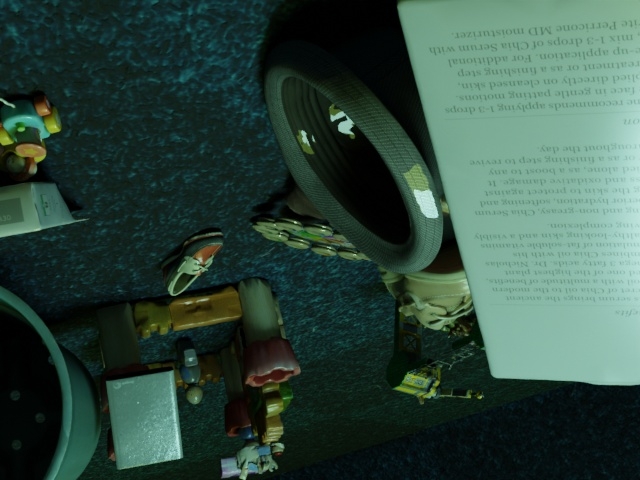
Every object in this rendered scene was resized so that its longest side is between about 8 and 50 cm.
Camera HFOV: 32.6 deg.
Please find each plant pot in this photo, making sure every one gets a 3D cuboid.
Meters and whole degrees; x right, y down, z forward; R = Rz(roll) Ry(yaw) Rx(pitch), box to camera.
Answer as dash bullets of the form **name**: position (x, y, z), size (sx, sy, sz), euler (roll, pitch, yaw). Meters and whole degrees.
- **plant pot**: position (-0.453, 0.236, 1.456), size (0.341, 0.341, 0.334), euler (-14, 168, 0)

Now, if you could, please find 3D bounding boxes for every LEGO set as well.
- **LEGO set**: position (0.262, 0.126, 1.713), size (0.192, 0.255, 0.331), euler (19, 141, -27)

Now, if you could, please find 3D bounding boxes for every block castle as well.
- **block castle**: position (-0.206, 0.244, 1.783), size (0.303, 0.212, 0.453), euler (-10, 160, -13)

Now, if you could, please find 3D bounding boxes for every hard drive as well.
- **hard drive**: position (-0.246, 0.247, 1.534), size (0.094, 0.135, 0.022), euler (-8, -165, -14)

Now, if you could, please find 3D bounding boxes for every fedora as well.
- **fedora**: position (0.061, -0.104, 1.052), size (0.124, 0.244, 0.275), euler (-40, 153, -15)

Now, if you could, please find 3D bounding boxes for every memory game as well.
- **memory game**: position (0.000, 0.000, 1.421), size (0.186, 0.012, 0.186), euler (12, 170, 2)

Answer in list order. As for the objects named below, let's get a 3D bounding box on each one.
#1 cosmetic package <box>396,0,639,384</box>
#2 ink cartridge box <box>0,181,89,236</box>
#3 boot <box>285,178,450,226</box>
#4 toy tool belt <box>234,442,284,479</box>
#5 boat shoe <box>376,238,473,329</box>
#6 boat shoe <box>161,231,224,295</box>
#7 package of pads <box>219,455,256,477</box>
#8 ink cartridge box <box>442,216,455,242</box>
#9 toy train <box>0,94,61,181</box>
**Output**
- **cosmetic package**: position (0.230, -0.073, 0.918), size (0.230, 0.161, 0.453), euler (0, 137, 20)
- **ink cartridge box**: position (-0.357, -0.025, 1.156), size (0.181, 0.056, 0.224), euler (-10, -175, 1)
- **boot**: position (0.087, -0.060, 1.270), size (0.249, 0.090, 0.207), euler (13, 164, -5)
- **toy tool belt**: position (-0.097, 0.361, 1.783), size (0.083, 0.051, 0.052), euler (-2, 160, -25)
- **boat shoe**: position (0.174, 0.061, 1.533), size (0.122, 0.110, 0.341), euler (-21, -177, -9)
- **boat shoe**: position (-0.169, 0.029, 1.464), size (0.049, 0.043, 0.137), euler (5, 152, -39)
- **package of pads**: position (-0.130, 0.381, 1.858), size (0.083, 0.032, 0.050), euler (-6, 160, -11)
- **ink cartridge box**: position (0.157, -0.062, 1.414), size (0.275, 0.060, 0.239), euler (-20, 161, 17)
- **toy train**: position (-0.315, -0.084, 1.037), size (0.125, 0.046, 0.166), euler (0, 157, -36)
